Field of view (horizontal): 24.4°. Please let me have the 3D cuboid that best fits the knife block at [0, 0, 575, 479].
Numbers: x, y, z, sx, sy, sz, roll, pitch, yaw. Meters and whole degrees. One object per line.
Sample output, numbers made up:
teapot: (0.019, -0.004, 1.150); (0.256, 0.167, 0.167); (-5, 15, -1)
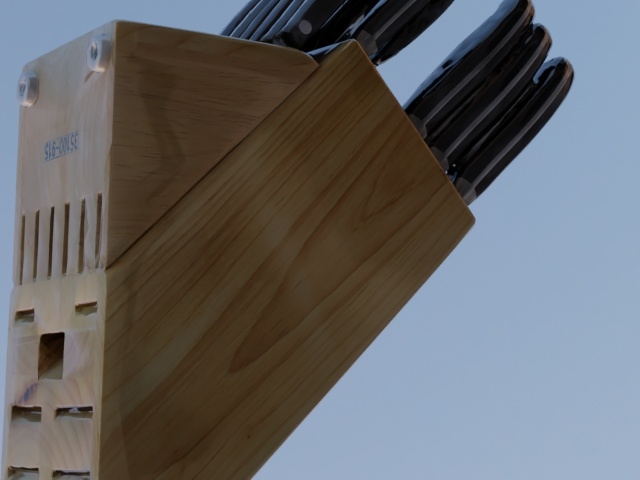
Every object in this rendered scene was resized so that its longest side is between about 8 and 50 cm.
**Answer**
knife block: (0.000, 0.000, 0.610); (0.242, 0.088, 0.275); (6, -99, -33)
